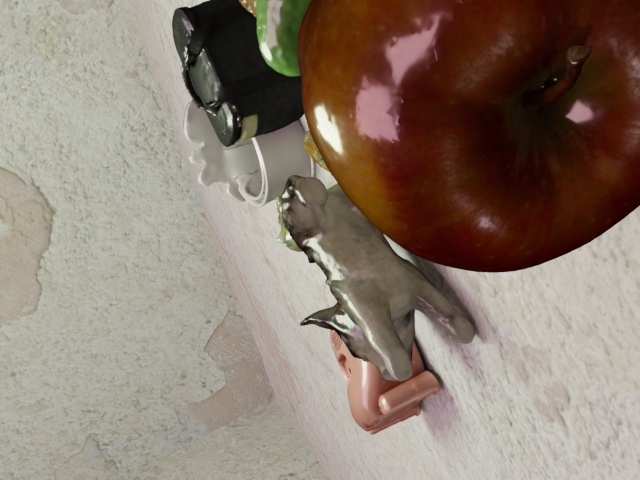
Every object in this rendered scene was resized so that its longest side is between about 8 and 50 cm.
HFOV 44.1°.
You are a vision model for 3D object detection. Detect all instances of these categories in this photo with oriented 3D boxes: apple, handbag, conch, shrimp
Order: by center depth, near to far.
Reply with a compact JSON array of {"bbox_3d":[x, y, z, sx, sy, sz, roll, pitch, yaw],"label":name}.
[{"bbox_3d":[0.122,-0.129,0.573,0.317,0.288,0.288,-117,9,-63],"label":"apple"},{"bbox_3d":[0.022,-0.153,1.307,0.101,0.042,0.190,45,165,-5],"label":"shrimp"},{"bbox_3d":[-0.147,-0.296,1.361,0.255,0.181,0.181,66,161,3],"label":"handbag"},{"bbox_3d":[0.003,-0.011,1.483,0.233,0.114,0.137,33,-176,-15],"label":"conch"}]

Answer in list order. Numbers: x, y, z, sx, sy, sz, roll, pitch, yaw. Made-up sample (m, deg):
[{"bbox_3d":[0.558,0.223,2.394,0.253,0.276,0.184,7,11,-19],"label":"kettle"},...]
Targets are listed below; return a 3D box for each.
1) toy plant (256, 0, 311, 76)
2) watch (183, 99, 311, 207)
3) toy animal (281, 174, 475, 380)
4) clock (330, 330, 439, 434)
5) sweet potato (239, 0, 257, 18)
[{"bbox_3d":[0.002,-0.370,0.737,0.356,0.210,0.317,119,141,-72],"label":"toy plant"},{"bbox_3d":[-0.142,-0.188,1.534,0.231,0.196,0.244,6,117,64],"label":"watch"},{"bbox_3d":[0.059,0.055,1.234,0.345,0.194,0.302,68,159,1],"label":"toy animal"},{"bbox_3d":[0.091,0.221,1.465,0.227,0.142,0.241,102,144,-65],"label":"clock"},{"bbox_3d":[-0.100,-0.416,1.192,0.385,0.109,0.109,-122,16,-45],"label":"sweet potato"}]
